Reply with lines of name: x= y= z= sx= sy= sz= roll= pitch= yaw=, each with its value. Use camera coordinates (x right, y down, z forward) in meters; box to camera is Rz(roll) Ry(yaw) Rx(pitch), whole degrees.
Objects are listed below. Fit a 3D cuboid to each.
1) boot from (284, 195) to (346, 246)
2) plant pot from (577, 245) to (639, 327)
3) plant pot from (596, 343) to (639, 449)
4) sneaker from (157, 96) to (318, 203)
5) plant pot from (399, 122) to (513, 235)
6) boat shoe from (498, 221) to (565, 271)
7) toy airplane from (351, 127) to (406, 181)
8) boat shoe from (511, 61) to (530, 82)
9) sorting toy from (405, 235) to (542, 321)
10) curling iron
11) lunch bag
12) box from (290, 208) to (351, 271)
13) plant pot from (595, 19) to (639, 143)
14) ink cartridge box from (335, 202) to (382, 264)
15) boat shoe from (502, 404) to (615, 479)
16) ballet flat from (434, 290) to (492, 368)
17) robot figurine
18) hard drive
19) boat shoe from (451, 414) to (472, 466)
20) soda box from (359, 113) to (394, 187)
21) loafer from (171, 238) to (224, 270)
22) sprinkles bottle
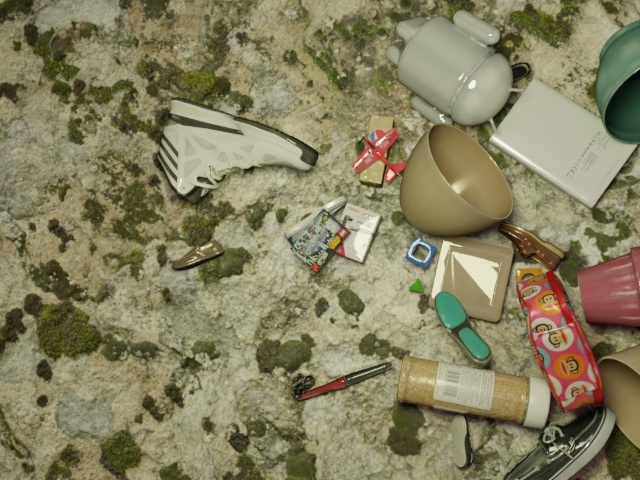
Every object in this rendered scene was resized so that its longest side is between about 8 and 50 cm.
boot: x=0.004 y=-0.035 z=1.903 sx=0.190 sy=0.069 sz=0.086 roll=-34 pitch=86 yaw=11
plant pot: x=0.713 y=0.122 z=1.718 sx=0.180 sy=0.201 sz=0.201 roll=-10 pitch=81 yaw=22
plant pot: x=0.825 y=0.323 z=1.656 sx=0.274 sy=0.256 sz=0.257 roll=-24 pitch=79 yaw=-12
sneaker: x=-0.234 y=-0.199 z=1.927 sx=0.447 sy=0.169 sz=0.258 roll=20 pitch=94 yaw=18
plant pot: x=0.306 y=-0.120 z=1.787 sx=0.191 sy=0.284 sz=0.284 roll=-42 pitch=76 yaw=38
boat shoe: x=0.522 y=0.014 z=1.815 sx=0.178 sy=0.064 sz=0.060 roll=31 pitch=86 yaw=9
toy airplane: x=0.159 y=-0.214 z=1.858 sx=0.151 sy=0.028 sz=0.151 roll=-1 pitch=84 yaw=8
boat shoe: x=0.484 y=-0.427 z=1.893 sx=0.133 sy=0.042 sz=0.049 roll=-24 pitch=82 yaw=6
sorting toy: x=0.383 y=0.094 z=1.836 sx=0.347 sy=0.047 sz=0.196 roll=12 pitch=89 yaw=10
curling iron: x=0.050 y=0.350 z=1.854 sx=0.273 sy=0.035 sz=0.068 roll=-14 pitch=81 yaw=7
lunch bag: x=0.549 y=0.227 z=1.690 sx=0.120 sy=0.258 sz=0.293 roll=-21 pitch=102 yaw=13
box: x=0.000 y=0.000 z=1.854 sx=0.094 sy=0.027 sz=0.137 roll=40 pitch=101 yaw=8
plant pot: x=0.792 y=-0.405 z=1.744 sx=0.293 sy=0.293 sz=0.196 roll=-14 pitch=54 yaw=6
ink cartridge box: x=0.091 y=-0.019 z=1.887 sx=0.099 sy=0.056 sz=0.135 roll=21 pitch=86 yaw=11
boat shoe: x=0.561 y=0.490 z=1.721 sx=0.105 sy=0.113 sz=0.306 roll=43 pitch=100 yaw=-3
ballet flat: x=0.342 y=0.222 z=1.778 sx=0.072 sy=0.068 sz=0.213 roll=-25 pitch=59 yaw=-11
robot figurine: x=0.336 y=-0.426 z=1.823 sx=0.353 sy=0.300 sz=0.199 roll=41 pitch=46 yaw=17
hard drive: x=0.616 y=-0.249 z=1.849 sx=0.307 sy=0.040 sz=0.203 roll=36 pitch=89 yaw=11
boat shoe: x=0.353 y=0.494 z=1.789 sx=0.046 sy=0.038 sz=0.125 roll=-18 pitch=70 yaw=48
soda box: x=0.149 y=-0.235 z=1.907 sx=0.061 sy=0.058 sz=0.181 roll=10 pitch=83 yaw=9
loafer: x=-0.331 y=0.039 z=1.945 sx=0.148 sy=0.056 sz=0.050 roll=-20 pitch=79 yaw=-5
sprinkles bottle: x=0.369 y=0.365 z=1.762 sx=0.355 sy=0.121 sz=0.121 roll=9 pitch=84 yaw=10
